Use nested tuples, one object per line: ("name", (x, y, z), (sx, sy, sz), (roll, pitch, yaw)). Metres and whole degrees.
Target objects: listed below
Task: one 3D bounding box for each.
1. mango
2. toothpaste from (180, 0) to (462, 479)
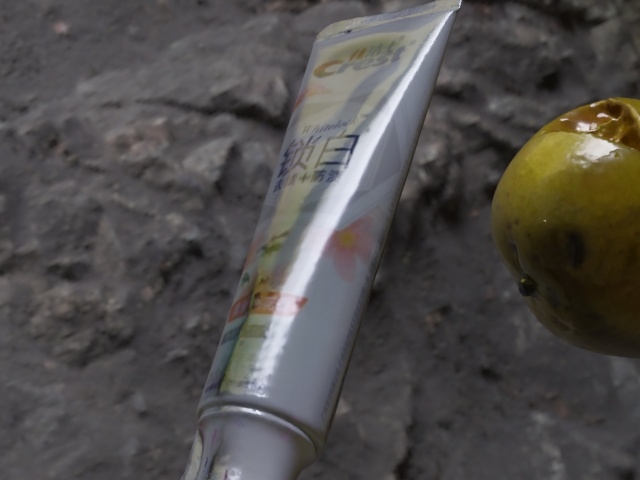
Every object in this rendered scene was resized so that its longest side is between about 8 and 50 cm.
("mango", (0.336, -0.007, 1.557), (0.364, 0.182, 0.253), (8, 101, -32))
("toothpaste", (0.000, 0.000, 0.806), (0.066, 0.100, 0.323), (46, 48, -38))
